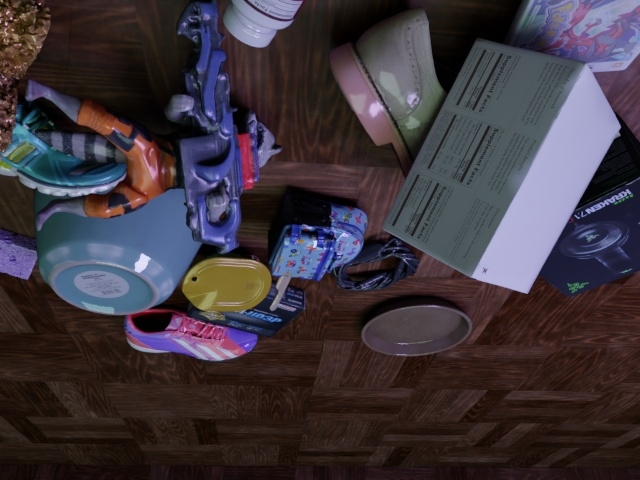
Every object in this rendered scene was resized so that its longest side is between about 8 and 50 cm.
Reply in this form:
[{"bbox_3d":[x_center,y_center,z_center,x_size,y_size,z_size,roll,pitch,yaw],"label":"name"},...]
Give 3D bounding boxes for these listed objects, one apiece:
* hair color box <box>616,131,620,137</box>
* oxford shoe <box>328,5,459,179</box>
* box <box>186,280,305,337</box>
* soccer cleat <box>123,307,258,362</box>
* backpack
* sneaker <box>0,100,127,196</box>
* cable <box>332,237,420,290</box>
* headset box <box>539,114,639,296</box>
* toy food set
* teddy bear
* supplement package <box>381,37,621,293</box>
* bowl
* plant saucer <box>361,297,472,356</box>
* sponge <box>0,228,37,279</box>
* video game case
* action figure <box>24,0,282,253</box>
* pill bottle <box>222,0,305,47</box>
[{"bbox_3d":[0.356,-0.161,0.807,0.167,0.053,0.093,-30,134,31],"label":"hair color box"},{"bbox_3d":[0.172,-0.149,0.753,0.147,0.140,0.397,-30,139,18],"label":"oxford shoe"},{"bbox_3d":[-0.171,0.146,1.201,0.220,0.051,0.175,20,138,-26],"label":"box"},{"bbox_3d":[-0.309,0.219,1.251,0.319,0.108,0.116,6,144,-5],"label":"soccer cleat"},{"bbox_3d":[0.000,0.000,0.961,0.174,0.116,0.158,9,143,-18],"label":"backpack"},{"bbox_3d":[-0.426,-0.145,0.770,0.276,0.107,0.110,16,130,-22],"label":"sneaker"},{"bbox_3d":[0.114,0.057,1.105,0.185,0.047,0.151,-29,140,28],"label":"cable"},{"bbox_3d":[0.475,-0.037,0.911,0.283,0.131,0.246,29,134,-35],"label":"headset box"},{"bbox_3d":[-0.176,0.076,1.067,0.218,0.071,0.128,6,117,-27],"label":"toy food set"},{"bbox_3d":[-0.437,-0.157,0.611,0.113,0.245,0.338,15,134,-44],"label":"teddy bear"},{"bbox_3d":[0.241,-0.084,0.684,0.204,0.145,0.261,15,104,-50],"label":"supplement package"},{"bbox_3d":[-0.369,0.023,0.941,0.312,0.163,0.311,-2,144,-1],"label":"bowl"},{"bbox_3d":[0.240,0.220,1.322,0.278,0.041,0.277,-1,144,-1],"label":"plant saucer"},{"bbox_3d":[-0.668,0.008,1.018,0.210,0.031,0.117,22,137,-28],"label":"sponge"},{"bbox_3d":[0.325,-0.262,0.635,0.184,0.023,0.201,-4,166,3],"label":"video game case"},{"bbox_3d":[-0.215,-0.159,0.721,0.331,0.178,0.341,-2,111,-25],"label":"action figure"},{"bbox_3d":[-0.051,-0.298,0.585,0.086,0.086,0.152,20,139,-25],"label":"pill bottle"}]
